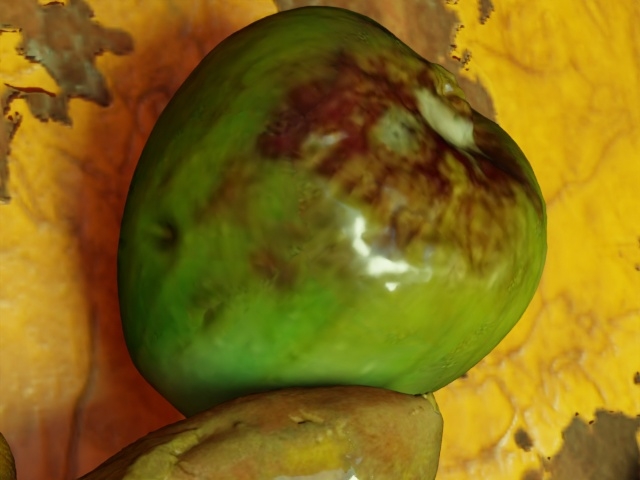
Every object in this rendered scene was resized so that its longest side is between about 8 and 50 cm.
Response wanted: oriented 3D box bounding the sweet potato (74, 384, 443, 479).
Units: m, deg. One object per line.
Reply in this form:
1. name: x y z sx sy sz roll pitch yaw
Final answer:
1. sweet potato: -0.120 0.156 0.509 0.385 0.109 0.109 -25 87 -11

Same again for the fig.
1. fig: 0.000 0.000 0.623 0.191 0.181 0.181 -42 96 1

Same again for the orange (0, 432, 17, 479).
1. orange: -0.162 0.102 0.567 0.085 0.085 0.085 7 73 -23
